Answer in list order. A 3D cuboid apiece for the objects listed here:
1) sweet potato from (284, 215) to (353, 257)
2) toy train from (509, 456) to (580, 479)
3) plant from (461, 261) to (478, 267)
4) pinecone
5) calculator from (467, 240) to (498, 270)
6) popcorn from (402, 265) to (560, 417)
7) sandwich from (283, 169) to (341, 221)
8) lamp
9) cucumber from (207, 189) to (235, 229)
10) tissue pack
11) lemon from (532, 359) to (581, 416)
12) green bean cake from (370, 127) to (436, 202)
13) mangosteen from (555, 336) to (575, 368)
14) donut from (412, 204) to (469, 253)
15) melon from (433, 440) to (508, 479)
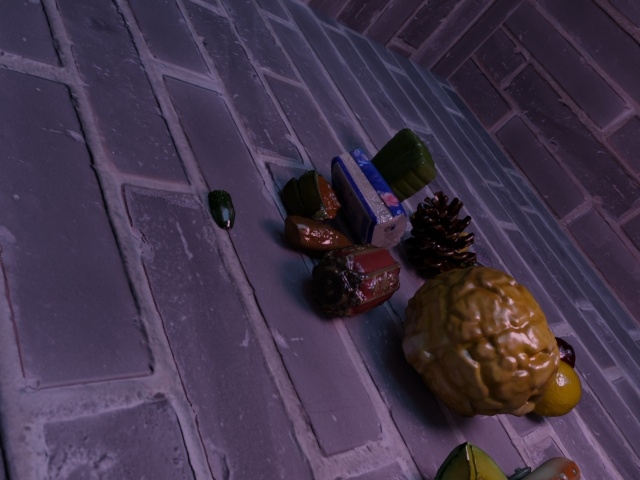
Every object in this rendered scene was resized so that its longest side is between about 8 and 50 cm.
[{"bbox_3d":[0.000,0.000,1.499,0.251,0.097,0.097,22,38,-42],"label":"sweet potato"},{"bbox_3d":[0.504,0.590,1.309,0.285,0.177,0.116,5,50,-48],"label":"toy train"},{"bbox_3d":[0.498,0.169,1.903,0.251,0.180,0.333,20,11,-24],"label":"plant"},{"bbox_3d":[0.395,-0.009,1.813,0.243,0.309,0.244,0,26,0],"label":"pinecone"},{"bbox_3d":[0.629,0.097,2.177,0.185,0.041,0.299,30,32,-24],"label":"calculator"},{"bbox_3d":[0.395,0.246,1.410,0.389,0.354,0.344,11,12,33],"label":"popcorn"},{"bbox_3d":[-0.014,-0.100,1.587,0.160,0.109,0.185,34,31,-43],"label":"sandwich"},{"bbox_3d":[0.094,0.097,1.418,0.177,0.177,0.274,55,30,16],"label":"lamp"},{"bbox_3d":[-0.231,-0.076,1.354,0.067,0.035,0.108,15,44,-42],"label":"cucumber"},{"bbox_3d":[0.143,-0.118,1.680,0.209,0.137,0.270,82,-19,-61],"label":"tissue pack"},{"bbox_3d":[0.706,0.449,1.713,0.203,0.178,0.178,1,50,-28],"label":"lemon"},{"bbox_3d":[0.272,-0.248,1.967,0.125,0.248,0.222,35,31,-40],"label":"green bean cake"},{"bbox_3d":[0.755,0.393,1.872,0.180,0.166,0.166,33,24,26],"label":"mangosteen"},{"bbox_3d":[0.453,-0.006,2.047,0.259,0.101,0.152,38,37,-20],"label":"donut"},{"bbox_3d":[0.331,0.581,1.164,0.169,0.129,0.265,27,40,-35],"label":"melon"}]
